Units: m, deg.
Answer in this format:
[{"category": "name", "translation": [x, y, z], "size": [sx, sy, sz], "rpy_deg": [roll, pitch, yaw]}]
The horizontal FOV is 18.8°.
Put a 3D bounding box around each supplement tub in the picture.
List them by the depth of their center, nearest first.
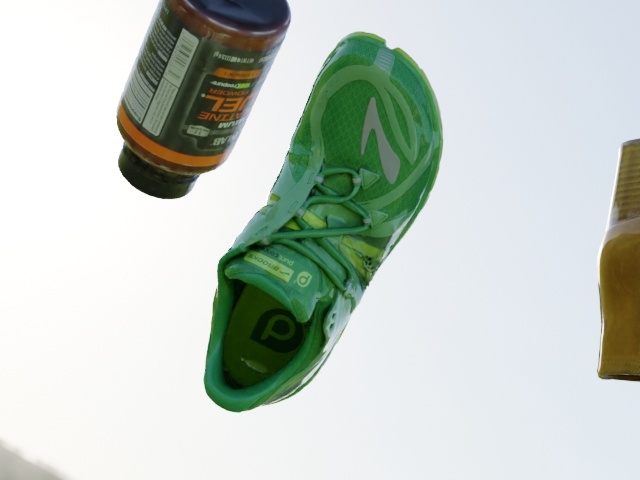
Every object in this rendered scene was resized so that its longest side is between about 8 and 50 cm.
[{"category": "supplement tub", "translation": [-0.103, -0.127, 1.574], "size": [0.106, 0.106, 0.198], "rpy_deg": [28, -52, 1]}]

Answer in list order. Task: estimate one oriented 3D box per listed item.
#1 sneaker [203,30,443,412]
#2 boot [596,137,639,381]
[{"category": "sneaker", "translation": [0.000, 0.000, 1.340], "size": [0.109, 0.295, 0.123], "rpy_deg": [24, 21, 7]}, {"category": "boot", "translation": [0.342, 0.017, 1.471], "size": [0.295, 0.211, 0.104], "rpy_deg": [-7, -14, 42]}]
